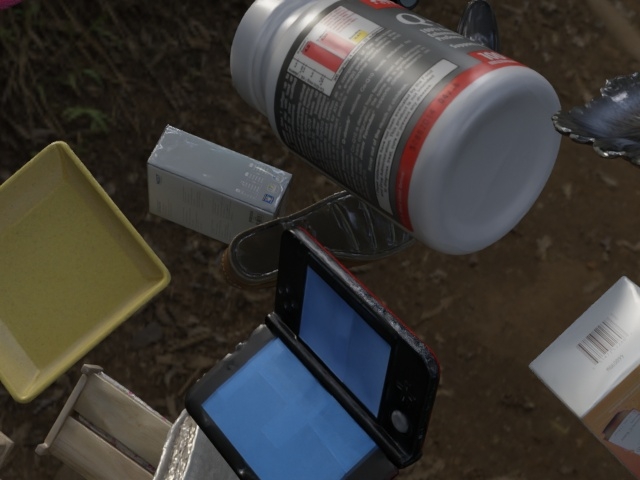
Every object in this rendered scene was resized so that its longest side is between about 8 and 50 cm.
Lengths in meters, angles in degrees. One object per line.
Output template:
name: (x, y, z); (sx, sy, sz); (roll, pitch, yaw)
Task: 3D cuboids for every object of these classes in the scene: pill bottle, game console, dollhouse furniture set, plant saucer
pill bottle: (0.069, -0.154, 1.151); (0.210, 0.210, 0.363); (-22, 42, -33)
game console: (-0.012, 0.084, 0.613); (0.085, 0.124, 0.144); (-22, 48, -31)
dollhouse furniture set: (-0.309, 0.286, 1.460); (0.303, 0.174, 0.355); (31, 91, 20)
plant saucer: (-0.465, 0.055, 1.773); (0.333, 0.081, 0.333); (-40, 76, -2)

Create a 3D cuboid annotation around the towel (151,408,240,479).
towel: (-0.107, 0.317, 0.975); (0.049, 0.187, 0.282); (-18, 34, 24)

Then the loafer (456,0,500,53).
loafer: (0.209, -0.238, 1.354); (0.062, 0.061, 0.170); (0, 85, 3)

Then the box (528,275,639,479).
box: (0.308, 0.142, 0.998); (0.170, 0.130, 0.091); (43, 4, -36)

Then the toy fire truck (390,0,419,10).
toy fire truck: (0.053, -0.479, 1.647); (0.158, 0.246, 0.217); (21, 64, 48)

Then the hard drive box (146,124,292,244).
hard drive box: (-0.178, -0.080, 1.793); (0.232, 0.181, 0.089); (22, 63, 2)

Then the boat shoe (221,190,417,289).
boat shoe: (0.000, 0.000, 1.521); (0.307, 0.104, 0.111); (-10, 76, -17)

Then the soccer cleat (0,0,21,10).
soccer cleat: (-0.323, -0.349, 1.211); (0.331, 0.143, 0.116); (-28, 93, 2)

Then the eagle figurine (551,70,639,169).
eagle figurine: (0.285, -0.060, 0.646); (0.226, 0.225, 0.298); (19, 58, 31)
